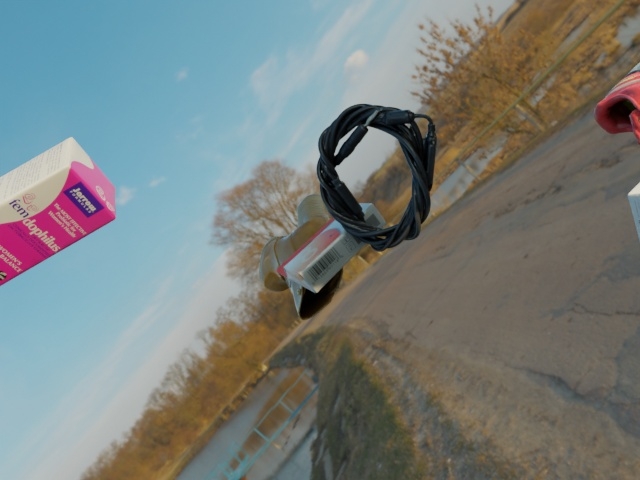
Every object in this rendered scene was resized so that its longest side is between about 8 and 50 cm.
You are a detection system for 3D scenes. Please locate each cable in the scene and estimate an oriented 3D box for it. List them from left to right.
[{"bbox_3d":[0.065,-0.074,0.619,0.047,0.150,0.185,-46,-39,-65],"label":"cable"}]

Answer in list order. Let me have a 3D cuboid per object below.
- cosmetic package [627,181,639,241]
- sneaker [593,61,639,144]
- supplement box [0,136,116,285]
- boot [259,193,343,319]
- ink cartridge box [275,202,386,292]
[{"bbox_3d":[0.752,-0.080,0.924,0.224,0.138,0.224,-32,15,-31],"label":"cosmetic package"},{"bbox_3d":[0.439,-0.145,0.582,0.118,0.107,0.279,-38,18,5],"label":"sneaker"},{"bbox_3d":[-0.441,-0.043,0.759,0.220,0.111,0.114,-31,39,-2],"label":"supplement box"},{"bbox_3d":[-0.048,0.072,0.970,0.211,0.104,0.295,-99,30,-43],"label":"boot"},{"bbox_3d":[0.000,0.000,0.747,0.145,0.045,0.179,-43,22,-13],"label":"ink cartridge box"}]
